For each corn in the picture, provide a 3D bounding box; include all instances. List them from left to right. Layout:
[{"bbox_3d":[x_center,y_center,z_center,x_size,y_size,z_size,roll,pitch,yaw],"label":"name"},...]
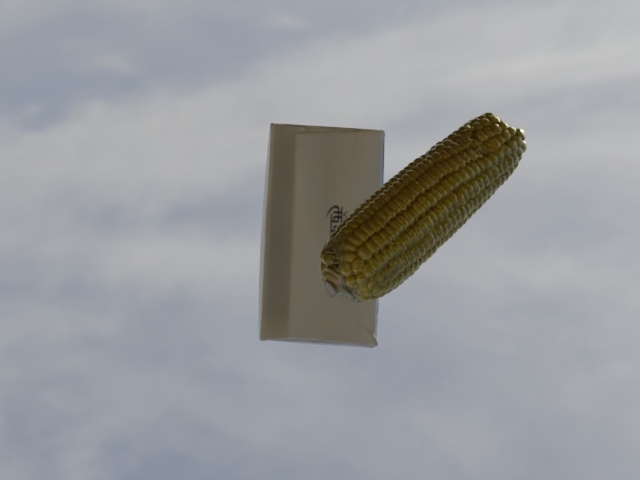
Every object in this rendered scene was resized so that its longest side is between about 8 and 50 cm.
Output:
[{"bbox_3d":[0.078,-0.026,1.218,0.206,0.067,0.067,-42,-147,-21],"label":"corn"}]

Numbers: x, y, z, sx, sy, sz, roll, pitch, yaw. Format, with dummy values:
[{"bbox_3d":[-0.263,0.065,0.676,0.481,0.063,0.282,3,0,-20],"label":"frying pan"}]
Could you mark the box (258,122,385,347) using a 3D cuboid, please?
[{"bbox_3d":[0.003,0.000,1.564,0.116,0.203,0.274,3,177,0],"label":"box"}]
